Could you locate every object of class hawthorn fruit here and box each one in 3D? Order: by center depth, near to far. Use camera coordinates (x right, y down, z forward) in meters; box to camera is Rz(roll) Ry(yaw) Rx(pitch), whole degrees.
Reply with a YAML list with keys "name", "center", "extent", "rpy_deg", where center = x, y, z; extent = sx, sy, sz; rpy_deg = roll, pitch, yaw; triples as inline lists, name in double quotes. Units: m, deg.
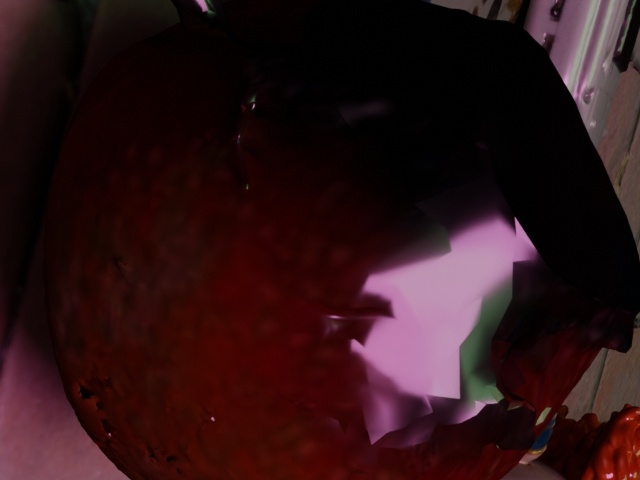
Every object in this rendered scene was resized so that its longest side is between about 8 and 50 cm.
- name: "hawthorn fruit"
  center: [0.009, 0.013, 0.550]
  extent: [0.316, 0.316, 0.315]
  rpy_deg: [-32, 130, -48]

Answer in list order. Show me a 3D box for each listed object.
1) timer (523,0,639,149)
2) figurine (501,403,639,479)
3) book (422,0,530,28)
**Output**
- name: "timer"
  center: [0.244, -0.189, 0.991]
  extent: [0.262, 0.087, 0.237]
  rpy_deg: [-10, 117, -72]
- name: "figurine"
  center: [0.156, 0.173, 0.967]
  extent: [0.306, 0.241, 0.411]
  rpy_deg: [-51, 133, -47]
- name: "book"
  center: [0.095, -0.189, 0.742]
  extent: [0.300, 0.039, 0.428]
  rpy_deg: [-56, 161, -26]
